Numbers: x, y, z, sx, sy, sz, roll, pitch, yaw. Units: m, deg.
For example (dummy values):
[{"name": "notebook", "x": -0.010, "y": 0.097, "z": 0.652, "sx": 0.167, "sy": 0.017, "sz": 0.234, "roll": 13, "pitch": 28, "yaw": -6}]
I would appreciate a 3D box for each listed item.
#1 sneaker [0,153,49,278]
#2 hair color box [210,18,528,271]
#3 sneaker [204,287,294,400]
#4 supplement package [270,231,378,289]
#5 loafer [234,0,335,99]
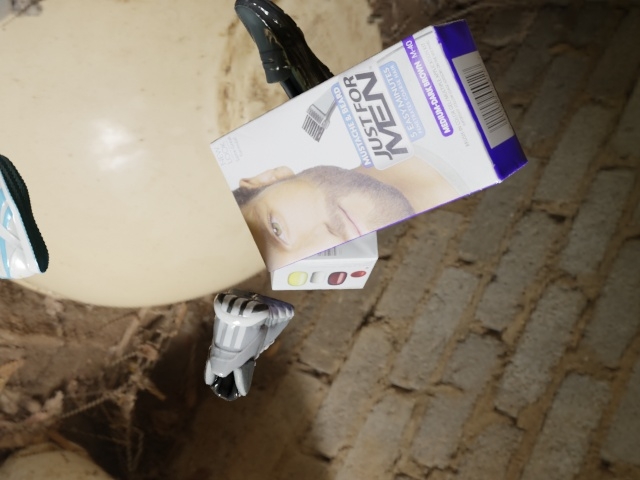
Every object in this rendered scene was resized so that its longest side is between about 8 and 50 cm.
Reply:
[{"name": "sneaker", "x": -0.558, "y": -0.041, "z": 1.569, "sx": 0.087, "sy": 0.092, "sz": 0.229, "roll": -67, "pitch": 143, "yaw": -80}, {"name": "hair color box", "x": 0.048, "y": -0.105, "z": 1.064, "sx": 0.110, "sy": 0.338, "sz": 0.185, "roll": -29, "pitch": 95, "yaw": -54}, {"name": "sneaker", "x": -0.101, "y": 0.134, "z": 1.134, "sx": 0.228, "sy": 0.086, "sz": 0.132, "roll": 17, "pitch": 89, "yaw": -78}, {"name": "supplement package", "x": 0.000, "y": 0.000, "z": 1.744, "sx": 0.203, "sy": 0.194, "sz": 0.149, "roll": 104, "pitch": -16, "yaw": -71}, {"name": "loafer", "x": -0.052, "y": -0.260, "z": 1.289, "sx": 0.078, "sy": 0.076, "sz": 0.223, "roll": -51, "pitch": 121, "yaw": -16}]
